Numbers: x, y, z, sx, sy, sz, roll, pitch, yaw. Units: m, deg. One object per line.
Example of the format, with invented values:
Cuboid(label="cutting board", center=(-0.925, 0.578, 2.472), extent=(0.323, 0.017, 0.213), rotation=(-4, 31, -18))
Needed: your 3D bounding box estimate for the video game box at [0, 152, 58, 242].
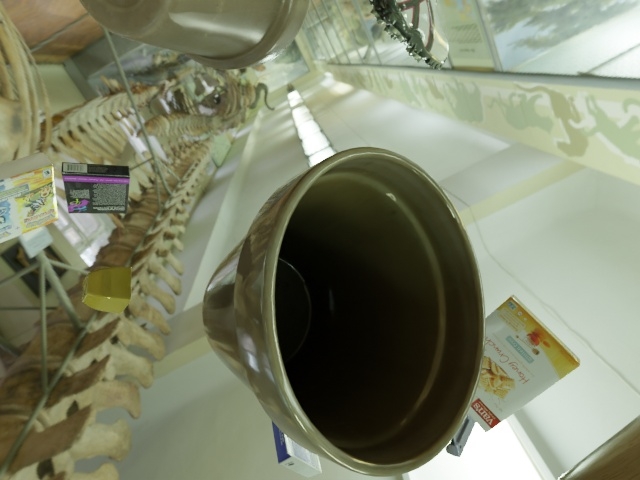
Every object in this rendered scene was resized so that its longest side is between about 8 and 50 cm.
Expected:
Cuboid(label="video game box", center=(-0.660, -0.073, 0.886), extent=(0.205, 0.048, 0.187), rotation=(-36, 167, -42))

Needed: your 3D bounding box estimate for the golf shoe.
Cuboid(label="golf shoe", center=(0.108, -0.318, 0.521), extent=(0.120, 0.273, 0.105), rotation=(-43, -130, 18))

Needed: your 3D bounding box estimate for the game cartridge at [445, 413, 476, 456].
Cuboid(label="game cartridge", center=(0.414, 0.434, 1.283), extent=(0.068, 0.355, 0.230), rotation=(5, -149, 44))

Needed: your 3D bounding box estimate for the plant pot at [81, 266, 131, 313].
Cuboid(label="plant pot", center=(-0.459, 0.104, 0.914), extent=(0.081, 0.083, 0.082), rotation=(-39, -126, 41))

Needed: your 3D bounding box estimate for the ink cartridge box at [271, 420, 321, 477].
Cuboid(label="ink cartridge box", center=(-0.093, 0.693, 1.471), extent=(0.065, 0.333, 0.165), rotation=(-22, -133, 5))

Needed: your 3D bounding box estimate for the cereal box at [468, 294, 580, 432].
Cuboid(label="cereal box", center=(0.368, 0.254, 0.881), extent=(0.240, 0.173, 0.047), rotation=(-50, 157, 21))

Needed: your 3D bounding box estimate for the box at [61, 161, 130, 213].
Cuboid(label="box", center=(-0.454, -0.102, 0.873), extent=(0.116, 0.029, 0.162), rotation=(-1, 155, -27))

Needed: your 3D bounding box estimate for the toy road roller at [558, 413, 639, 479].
Cuboid(label="toy road roller", center=(0.371, 0.310, 0.311), extent=(0.202, 0.329, 0.240), rotation=(-38, 175, -1))

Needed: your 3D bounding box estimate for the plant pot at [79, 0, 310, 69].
Cuboid(label="plant pot", center=(-0.170, -0.335, 0.527), extent=(0.263, 0.263, 0.229), rotation=(-14, -158, 31))

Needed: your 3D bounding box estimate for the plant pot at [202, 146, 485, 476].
Cuboid(label="plant pot", center=(-0.004, 0.085, 0.536), extent=(0.280, 0.323, 0.323), rotation=(-16, -156, 50))
